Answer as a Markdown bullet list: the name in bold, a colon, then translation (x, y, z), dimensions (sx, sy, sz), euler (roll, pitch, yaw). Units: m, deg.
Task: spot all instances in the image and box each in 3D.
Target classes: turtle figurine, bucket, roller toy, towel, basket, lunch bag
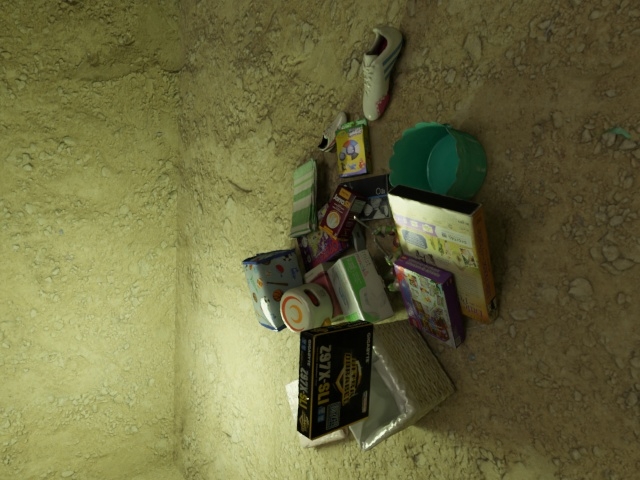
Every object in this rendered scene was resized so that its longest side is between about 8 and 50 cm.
- **turtle figurine**: translation (0.229, 0.037, 1.673), dimensions (0.197, 0.274, 0.267), euler (26, 127, 47)
- **bucket**: translation (0.374, -0.235, 1.516), dimensions (0.281, 0.183, 0.281), euler (5, 96, 50)
- **roller toy**: translation (-0.050, 0.271, 1.908), dimensions (0.209, 0.146, 0.191), euler (6, 105, 43)
- **towel**: translation (-0.026, 0.775, 2.197), dimensions (0.332, 0.053, 0.317), euler (-40, 62, 44)
- **towel**: translation (-0.078, -0.182, 2.117), dimensions (0.248, 0.038, 0.325), euler (163, 110, -64)
- **basket**: translation (0.237, 0.498, 1.680), dimensions (0.331, 0.266, 0.328), euler (59, 134, 30)
- **lunch bag**: translation (-0.214, 0.213, 2.165), dimensions (0.385, 0.238, 0.328), euler (-11, 95, 63)

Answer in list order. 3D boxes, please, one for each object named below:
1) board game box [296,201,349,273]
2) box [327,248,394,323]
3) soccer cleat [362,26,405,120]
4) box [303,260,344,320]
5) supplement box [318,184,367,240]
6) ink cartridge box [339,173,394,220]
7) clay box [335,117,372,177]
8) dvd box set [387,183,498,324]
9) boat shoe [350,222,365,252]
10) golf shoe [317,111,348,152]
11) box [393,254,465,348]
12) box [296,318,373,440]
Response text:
- **board game box**: translation (0.000, 0.000, 2.060), dimensions (0.347, 0.056, 0.208), euler (-42, 65, 56)
- **box**: translation (0.149, 0.192, 1.795), dimensions (0.231, 0.126, 0.262), euler (127, 123, -72)
- **soccer cleat**: translation (0.195, -0.609, 1.736), dimensions (0.116, 0.143, 0.331), euler (37, 121, 43)
- **box**: translation (0.044, 0.221, 2.004), dimensions (0.148, 0.126, 0.233), euler (-38, 65, 47)
- **supplement box**: translation (0.086, -0.105, 1.831), dimensions (0.104, 0.080, 0.188), euler (36, 109, 36)
- **ink cartridge box**: translation (0.165, -0.158, 1.876), dimensions (0.332, 0.065, 0.166), euler (-5, 90, 52)
- **clay box**: translation (0.130, -0.366, 1.885), dimensions (0.127, 0.053, 0.222), euler (-6, 89, 34)
- **dvd box set**: translation (0.377, 0.043, 1.460), dimensions (0.307, 0.062, 0.421), euler (23, 143, 48)
- **boat shoe**: translation (0.143, -0.012, 1.906), dimensions (0.040, 0.049, 0.142), euler (15, 127, 56)
- **golf shoe**: translation (0.054, -0.447, 1.971), dimensions (0.067, 0.085, 0.186), euler (50, 127, 37)
- **box**: translation (0.358, 0.200, 1.559), dimensions (0.200, 0.057, 0.293), euler (24, 143, 47)
- **box**: translation (0.050, 0.427, 1.495), dimensions (0.079, 0.257, 0.322), euler (8, 97, 50)
